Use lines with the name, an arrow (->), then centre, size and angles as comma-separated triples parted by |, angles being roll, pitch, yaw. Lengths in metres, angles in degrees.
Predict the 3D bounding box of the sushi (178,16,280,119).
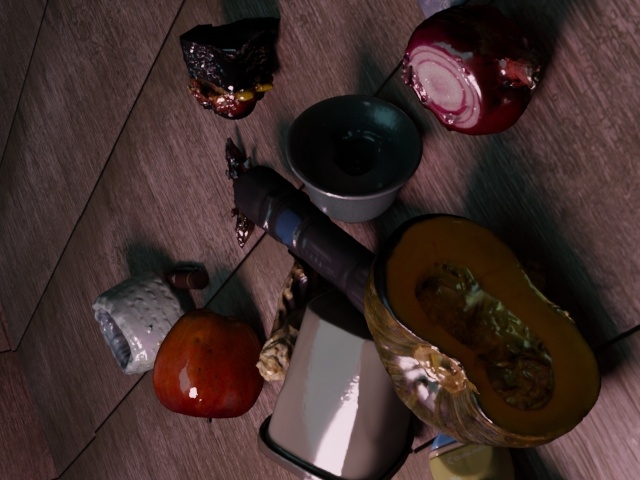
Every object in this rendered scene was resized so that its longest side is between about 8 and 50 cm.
sushi -> -0.160, -0.300, 1.544 | 0.172, 0.153, 0.150 | 7, 126, 31

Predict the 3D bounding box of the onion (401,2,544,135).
onion -> 0.212, -0.218, 1.056 | 0.198, 0.135, 0.173 | 6, 140, 51

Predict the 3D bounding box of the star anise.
star anise -> -0.133, -0.083, 1.645 | 0.157, 0.054, 0.212 | 22, 116, 50

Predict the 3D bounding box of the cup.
cup -> 0.050, -0.100, 1.307 | 0.199, 0.199, 0.150 | 54, 162, 29

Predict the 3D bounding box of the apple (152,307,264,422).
apple -> -0.219, 0.254, 1.731 | 0.234, 0.234, 0.233 | 21, 117, 50

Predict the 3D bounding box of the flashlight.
flashlight -> 0.000, 0.000, 1.368 | 0.424, 0.103, 0.103 | 38, 129, 44

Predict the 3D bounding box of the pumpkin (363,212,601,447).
pumpkin -> 0.201, 0.125, 1.142 | 0.325, 0.242, 0.232 | 52, 162, 13

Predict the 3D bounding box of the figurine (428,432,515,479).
figurine -> 0.234, 0.383, 1.228 | 0.180, 0.154, 0.262 | 106, 154, -46

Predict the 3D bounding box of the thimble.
thimble -> -0.412, 0.192, 1.983 | 0.250, 0.172, 0.204 | 39, 145, 43

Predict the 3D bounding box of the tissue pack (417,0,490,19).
tissue pack -> 0.165, -0.366, 1.152 | 0.112, 0.051, 0.156 | -41, 67, 52

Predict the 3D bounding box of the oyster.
oyster -> -0.031, 0.097, 1.478 | 0.094, 0.166, 0.294 | 4, 82, 25

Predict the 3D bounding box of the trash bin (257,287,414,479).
trash bin -> 0.047, 0.221, 1.343 | 0.220, 0.219, 0.250 | 22, 112, 24

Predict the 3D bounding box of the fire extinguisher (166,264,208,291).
fire extinguisher -> -0.308, 0.087, 1.947 | 0.158, 0.043, 0.064 | -1, 85, 53
